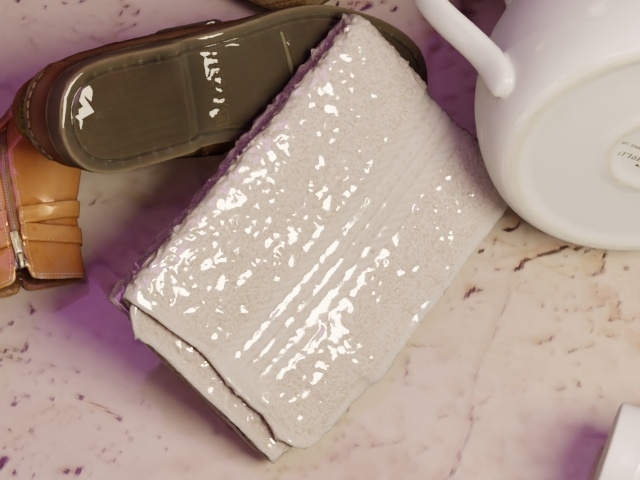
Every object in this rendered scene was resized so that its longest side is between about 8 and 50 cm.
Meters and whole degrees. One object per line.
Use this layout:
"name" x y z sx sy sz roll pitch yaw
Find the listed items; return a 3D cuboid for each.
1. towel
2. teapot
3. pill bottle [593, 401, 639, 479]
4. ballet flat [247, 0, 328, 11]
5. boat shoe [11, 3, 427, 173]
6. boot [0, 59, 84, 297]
"towel" 0.000 0.000 1.364 0.187 0.049 0.282 45 73 -23
"teapot" 0.215 -0.128 1.372 0.252 0.256 0.187 -16 51 12
"pill bottle" 0.290 0.180 1.305 0.215 0.117 0.117 18 71 8
"ballet flat" -0.124 -0.294 1.485 0.342 0.124 0.116 36 69 14
"boat shoe" -0.071 -0.114 1.403 0.307 0.104 0.111 -6 101 -32
"boot" -0.193 -0.044 1.429 0.197 0.073 0.152 -18 78 -8
